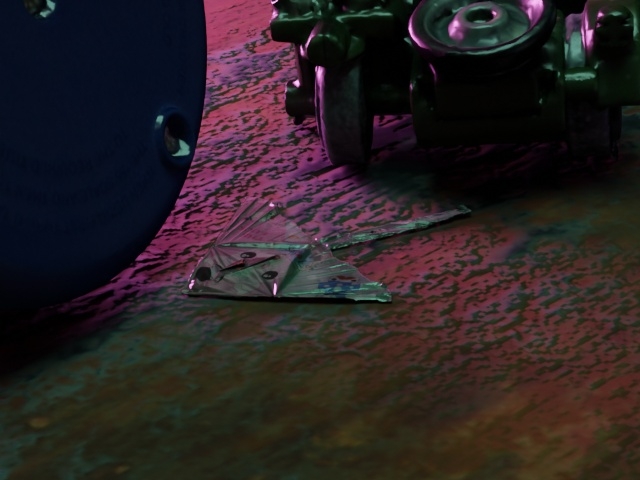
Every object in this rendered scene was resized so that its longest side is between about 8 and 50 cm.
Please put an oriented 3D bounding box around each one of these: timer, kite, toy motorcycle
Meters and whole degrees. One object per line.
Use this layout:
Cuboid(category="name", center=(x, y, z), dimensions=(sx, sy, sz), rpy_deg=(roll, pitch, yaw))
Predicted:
Cuboid(category="timer", center=(-0.277, -0.091, 0.809), dimensions=(0.384, 0.270, 0.270), rpy_deg=(-5, 23, 32))
Cuboid(category="kite", center=(0.000, 0.001, 0.801), dimensions=(0.152, 0.005, 0.137), rpy_deg=(-18, 31, -26))
Cuboid(category="toy motorcycle", center=(0.077, -0.128, 0.908), dimensions=(0.205, 0.127, 0.275), rpy_deg=(-3, 30, 10))
